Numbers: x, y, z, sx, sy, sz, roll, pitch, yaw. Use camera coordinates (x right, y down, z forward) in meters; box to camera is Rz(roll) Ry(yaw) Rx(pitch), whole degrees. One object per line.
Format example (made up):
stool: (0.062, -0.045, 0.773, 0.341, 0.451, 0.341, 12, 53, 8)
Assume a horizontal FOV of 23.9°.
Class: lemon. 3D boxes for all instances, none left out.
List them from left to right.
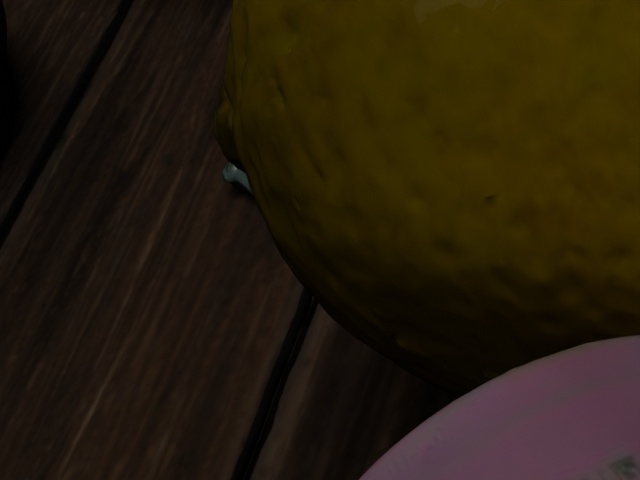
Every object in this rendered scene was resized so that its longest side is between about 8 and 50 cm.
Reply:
lemon: (0.105, -0.058, 0.482, 0.267, 0.267, 0.267, -23, 39, 20)

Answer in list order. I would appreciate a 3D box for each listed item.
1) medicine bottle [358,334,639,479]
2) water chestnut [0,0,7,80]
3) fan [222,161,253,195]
medicine bottle: (0.112, 0.166, 0.303, 0.178, 0.178, 0.290, -36, 37, 4)
water chestnut: (-0.324, -0.126, 0.912, 0.244, 0.289, 0.289, -51, 38, -8)
fan: (0.000, 0.000, 0.708, 0.038, 0.016, 0.193, -46, 37, -5)
